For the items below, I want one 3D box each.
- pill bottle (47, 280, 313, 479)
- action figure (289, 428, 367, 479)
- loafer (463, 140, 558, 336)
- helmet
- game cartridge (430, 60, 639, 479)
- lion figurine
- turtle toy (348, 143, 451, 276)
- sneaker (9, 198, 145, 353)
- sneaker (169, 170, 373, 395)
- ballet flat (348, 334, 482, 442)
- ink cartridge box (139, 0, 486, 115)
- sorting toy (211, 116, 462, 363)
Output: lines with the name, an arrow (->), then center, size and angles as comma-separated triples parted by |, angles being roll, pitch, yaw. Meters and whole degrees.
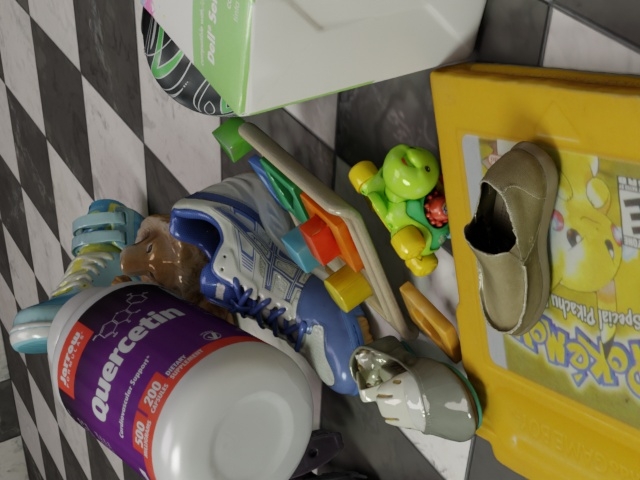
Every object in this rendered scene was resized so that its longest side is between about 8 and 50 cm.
pill bottle -> -0.167, 0.153, 1.110 | 0.323, 0.181, 0.182 | 21, 125, 47
action figure -> -0.040, 0.263, 1.233 | 0.285, 0.099, 0.185 | -5, 109, 67
loafer -> 0.122, 0.004, 0.693 | 0.056, 0.050, 0.148 | 39, 140, 48
helmet -> -0.085, -0.192, 0.953 | 0.169, 0.169, 0.162 | 38, 122, 49
game cartridge -> 0.187, 0.047, 0.702 | 0.285, 0.052, 0.324 | 21, 123, 58
lion figurine -> -0.158, 0.133, 1.364 | 0.240, 0.142, 0.392 | 9, 128, 53
turtle toy -> 0.073, -0.033, 0.832 | 0.095, 0.066, 0.130 | 58, -175, 24
sneaker -> -0.338, 0.045, 1.472 | 0.127, 0.319, 0.208 | -14, 87, 23
sneaker -> -0.058, 0.057, 1.093 | 0.296, 0.131, 0.112 | 52, 146, 32
ballet flat -> 0.073, 0.134, 0.902 | 0.213, 0.068, 0.072 | -155, 51, -75
ink cartridge box -> -0.053, -0.257, 0.795 | 0.353, 0.207, 0.119 | 49, 146, 37
sorting toy -> 0.000, 0.000, 0.946 | 0.347, 0.047, 0.196 | 42, 168, 45
